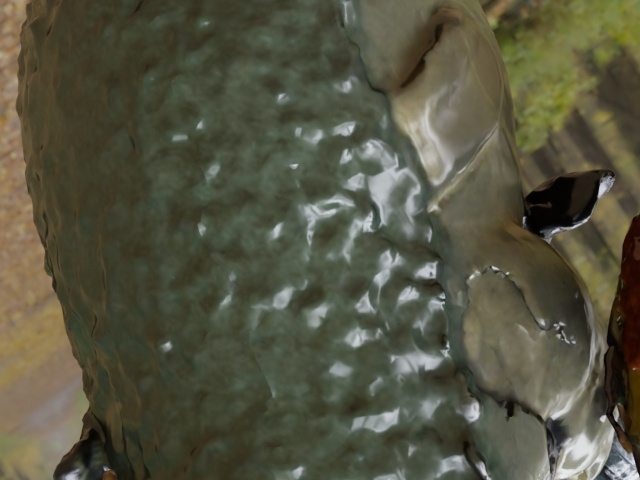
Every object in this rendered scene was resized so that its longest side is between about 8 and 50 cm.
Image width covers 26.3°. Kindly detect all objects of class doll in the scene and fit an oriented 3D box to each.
[{"bbox_3d":[0.000,0.000,0.575,0.247,0.349,0.247,-6,158,-2],"label":"doll"}]

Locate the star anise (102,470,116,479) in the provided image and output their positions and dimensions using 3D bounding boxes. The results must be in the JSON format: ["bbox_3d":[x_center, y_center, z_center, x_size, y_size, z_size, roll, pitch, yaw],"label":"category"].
[{"bbox_3d":[-0.088,0.170,1.005,0.212,0.196,0.111,-40,-154,18],"label":"star anise"}]

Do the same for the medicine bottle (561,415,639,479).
[{"bbox_3d":[0.168,0.245,1.207,0.293,0.141,0.141,-44,178,8],"label":"medicine bottle"}]

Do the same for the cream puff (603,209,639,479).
[{"bbox_3d":[0.222,0.048,0.508,0.240,0.240,0.164,-32,-171,-26],"label":"cream puff"}]
